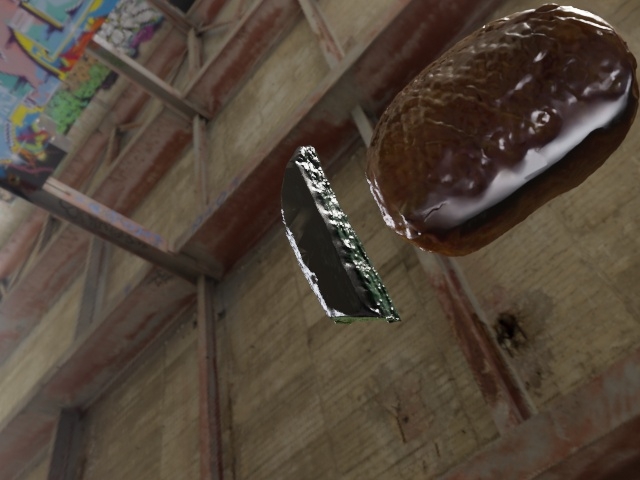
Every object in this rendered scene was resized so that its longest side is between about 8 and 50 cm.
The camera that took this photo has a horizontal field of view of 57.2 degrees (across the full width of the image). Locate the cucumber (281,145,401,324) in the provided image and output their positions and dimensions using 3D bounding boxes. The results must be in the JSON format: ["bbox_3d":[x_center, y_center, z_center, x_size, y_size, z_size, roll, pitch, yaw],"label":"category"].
[{"bbox_3d":[0.000,0.000,0.600,0.070,0.046,0.220,-34,-115,20],"label":"cucumber"}]

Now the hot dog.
[{"bbox_3d":[0.141,-0.084,0.480,0.227,0.160,0.099,-33,-170,1],"label":"hot dog"}]
